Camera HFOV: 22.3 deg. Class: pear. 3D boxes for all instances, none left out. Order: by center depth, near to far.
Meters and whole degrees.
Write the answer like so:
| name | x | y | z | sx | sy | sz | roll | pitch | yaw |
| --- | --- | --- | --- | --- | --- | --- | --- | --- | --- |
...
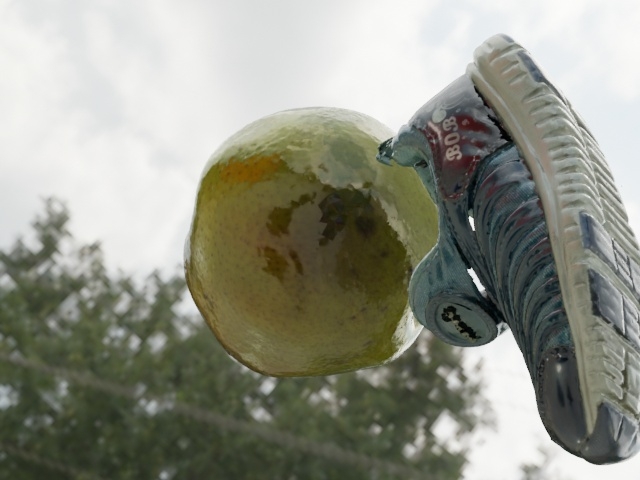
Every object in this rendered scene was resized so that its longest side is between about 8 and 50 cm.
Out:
| name | x | y | z | sx | sy | sz | roll | pitch | yaw |
| --- | --- | --- | --- | --- | --- | --- | --- | --- | --- |
| pear | 0.000 | 0.000 | 0.811 | 0.141 | 0.141 | 0.104 | 41 | -12 | 1 |

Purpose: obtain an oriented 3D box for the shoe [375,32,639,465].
| name | x | y | z | sx | sy | sz | roll | pitch | yaw |
| --- | --- | --- | --- | --- | --- | --- | --- | --- | --- |
| shoe | 0.059 | 0.005 | 0.494 | 0.071 | 0.143 | 0.064 | -30 | -35 | 20 |
